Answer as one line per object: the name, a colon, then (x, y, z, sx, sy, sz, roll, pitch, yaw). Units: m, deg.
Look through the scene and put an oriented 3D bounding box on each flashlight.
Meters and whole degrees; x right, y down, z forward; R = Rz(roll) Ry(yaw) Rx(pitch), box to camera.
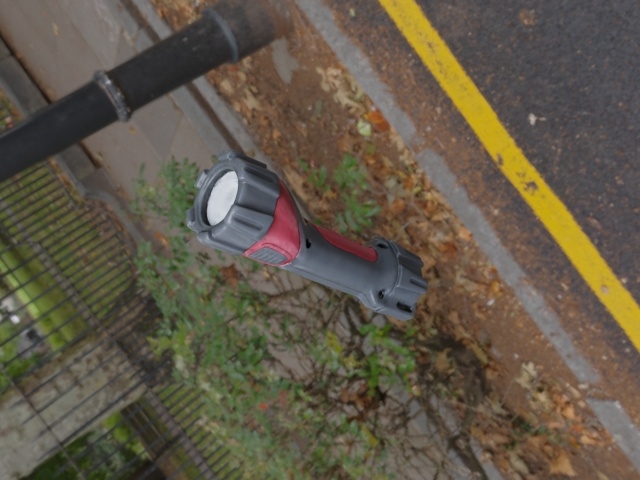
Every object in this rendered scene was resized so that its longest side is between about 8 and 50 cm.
flashlight: (0.000, 0.000, 0.742, 0.304, 0.103, 0.103, 22, -169, -40)
